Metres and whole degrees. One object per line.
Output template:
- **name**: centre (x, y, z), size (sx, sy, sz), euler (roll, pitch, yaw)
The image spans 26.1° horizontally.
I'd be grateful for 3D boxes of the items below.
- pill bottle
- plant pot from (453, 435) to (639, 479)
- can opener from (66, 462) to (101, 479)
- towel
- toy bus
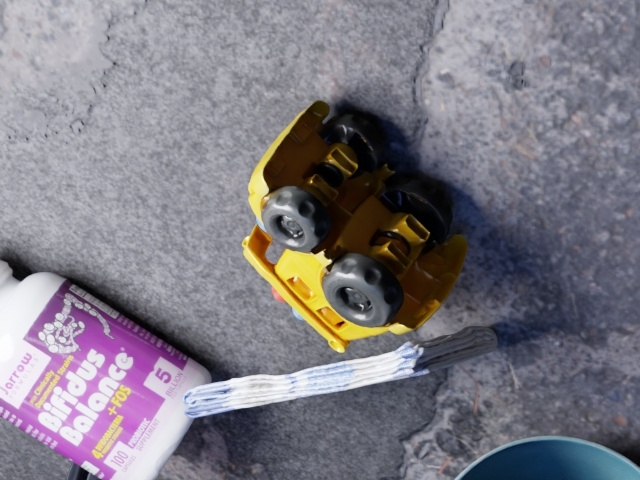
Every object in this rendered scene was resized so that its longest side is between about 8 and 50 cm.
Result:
- **pill bottle**: centre (-0.287, 0.141, 1.543), size (0.301, 0.169, 0.169), euler (32, 129, -6)
- **plant pot**: centre (0.228, 0.367, 1.480), size (0.290, 0.290, 0.195), euler (27, 163, -1)
- **can opener**: centre (-0.315, 0.341, 1.774), size (0.059, 0.073, 0.186), euler (33, 120, 5)
- **towel**: centre (0.023, 0.133, 1.421), size (0.285, 0.209, 0.034), euler (-14, 85, 29)
- **toy bus**: centre (0.000, 0.000, 1.367), size (0.220, 0.149, 0.211), euler (45, 143, -12)
